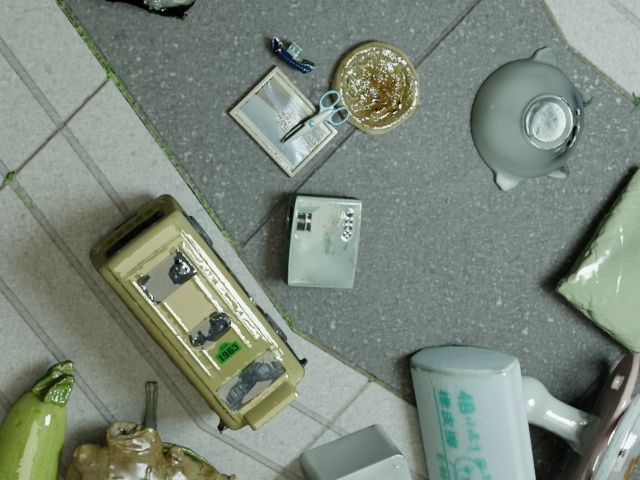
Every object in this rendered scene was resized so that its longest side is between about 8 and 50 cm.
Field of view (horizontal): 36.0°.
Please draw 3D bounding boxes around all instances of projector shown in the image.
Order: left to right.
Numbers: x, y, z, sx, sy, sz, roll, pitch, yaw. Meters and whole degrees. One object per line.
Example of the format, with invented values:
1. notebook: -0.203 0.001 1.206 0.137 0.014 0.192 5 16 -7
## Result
1. projector: 0.000 0.000 1.597 0.115 0.061 0.147 3 99 -16

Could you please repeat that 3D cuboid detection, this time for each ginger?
1. ginger: -0.274 0.383 1.554 0.270 0.123 0.218 -13 107 -19

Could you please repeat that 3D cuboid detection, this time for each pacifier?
1. pacifier: 0.452 0.333 1.705 0.220 0.273 0.332 25 92 -44

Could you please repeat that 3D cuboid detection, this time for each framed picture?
1. framed picture: -0.058 -0.189 1.573 0.109 0.011 0.149 -46 108 -3

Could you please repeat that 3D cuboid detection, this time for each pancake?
1. pancake: 0.093 -0.247 1.595 0.152 0.025 0.151 -2 99 -14

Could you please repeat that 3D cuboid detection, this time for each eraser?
1. eraser: 0.261 0.330 1.670 0.104 0.189 0.290 -29 112 -54

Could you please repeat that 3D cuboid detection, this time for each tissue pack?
1. tissue pack: 0.084 0.467 1.666 0.159 0.136 0.246 -19 105 -10

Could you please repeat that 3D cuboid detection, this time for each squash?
1. squash: -0.454 0.318 1.525 0.137 0.137 0.287 16 82 -17

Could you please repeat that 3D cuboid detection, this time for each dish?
1. dish: 0.374 -0.201 1.645 0.228 0.086 0.236 -9 103 -13

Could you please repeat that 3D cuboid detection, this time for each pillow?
1. pillow: 0.580 0.053 1.754 0.274 0.076 0.280 38 83 -20

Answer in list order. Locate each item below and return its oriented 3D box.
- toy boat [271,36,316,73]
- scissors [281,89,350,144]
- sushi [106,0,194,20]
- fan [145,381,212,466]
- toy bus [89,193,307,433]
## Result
1. toy boat: -0.042 -0.293 1.545 0.083 0.038 0.038 31 91 -17
2. scissors: -0.011 -0.188 1.569 0.119 0.014 0.058 -35 111 -2
3. sushi: -0.271 -0.410 1.423 0.213 0.115 0.147 10 100 -16
4. fan: -0.278 0.393 1.622 0.230 0.011 0.335 1 102 -15
5. toy bus: -0.179 0.121 1.500 0.177 0.202 0.365 -39 107 -6
